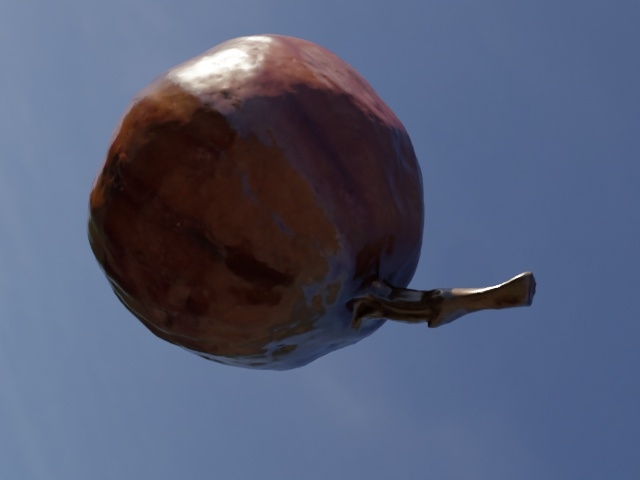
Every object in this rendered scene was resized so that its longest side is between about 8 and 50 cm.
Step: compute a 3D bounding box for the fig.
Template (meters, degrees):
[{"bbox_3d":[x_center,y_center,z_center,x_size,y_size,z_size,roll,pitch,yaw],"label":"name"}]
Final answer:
[{"bbox_3d":[-0.009,-0.005,0.588,0.150,0.128,0.128,34,-28,-8],"label":"fig"}]
